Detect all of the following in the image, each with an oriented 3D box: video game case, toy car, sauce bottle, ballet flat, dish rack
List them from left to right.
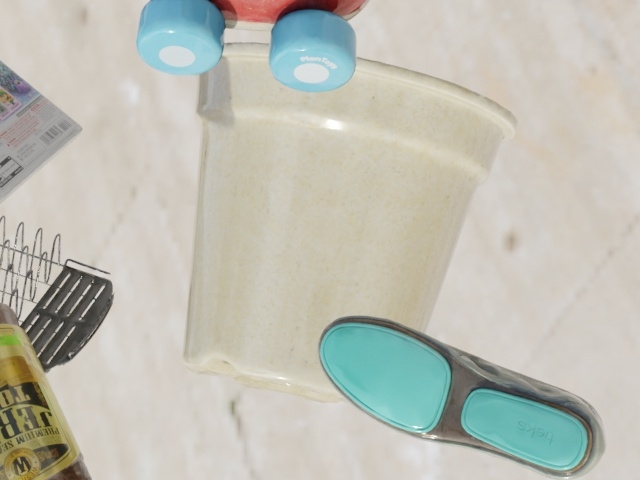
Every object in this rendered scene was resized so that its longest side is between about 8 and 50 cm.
[{"bbox_3d":[-0.309,-0.111,1.808,0.143,0.157,0.019,39,126,1],"label":"video game case"},{"bbox_3d":[-0.364,0.041,2.147,0.208,0.271,0.074,-60,-15,-51],"label":"dish rack"},{"bbox_3d":[-0.285,0.222,1.952,0.344,0.111,0.111,59,136,25],"label":"sauce bottle"},{"bbox_3d":[-0.043,-0.277,1.590,0.238,0.210,0.219,106,169,-60],"label":"toy car"},{"bbox_3d":[0.099,0.111,1.393,0.213,0.068,0.072,22,97,16],"label":"ballet flat"}]

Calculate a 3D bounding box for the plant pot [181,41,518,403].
[{"bbox_3d":[0.000,0.000,1.955,0.334,0.333,0.306,1,77,58],"label":"plant pot"}]
